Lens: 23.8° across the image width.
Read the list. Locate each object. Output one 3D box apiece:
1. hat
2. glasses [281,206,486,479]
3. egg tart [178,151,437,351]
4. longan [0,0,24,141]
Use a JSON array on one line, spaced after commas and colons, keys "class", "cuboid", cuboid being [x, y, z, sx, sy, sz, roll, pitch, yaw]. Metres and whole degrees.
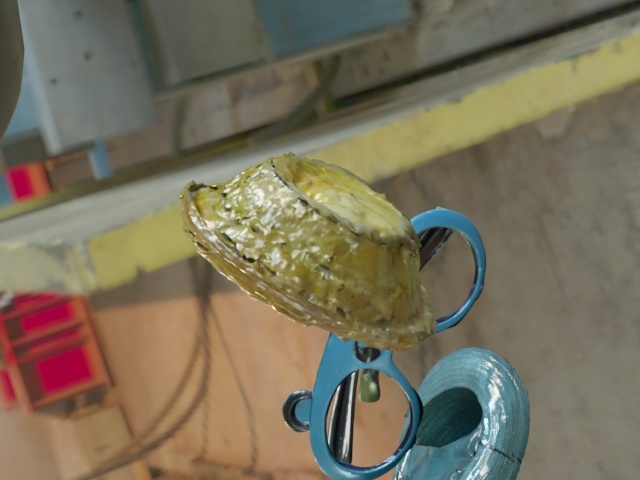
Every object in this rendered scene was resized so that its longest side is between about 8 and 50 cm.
[{"class": "hat", "cuboid": [0.117, 0.184, 1.241, 0.078, 0.190, 0.138, 35, 146, -26]}, {"class": "glasses", "cuboid": [0.071, 0.081, 1.287, 0.102, 0.207, 0.239, 24, 98, 14]}, {"class": "egg tart", "cuboid": [0.000, 0.000, 0.983, 0.191, 0.191, 0.074, 46, 114, 41]}, {"class": "longan", "cuboid": [-0.427, -0.139, 1.137, 0.404, 0.405, 0.336, 53, 163, 32]}]
